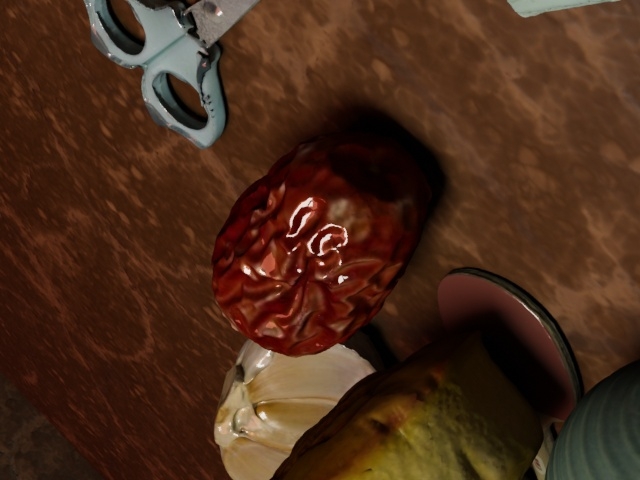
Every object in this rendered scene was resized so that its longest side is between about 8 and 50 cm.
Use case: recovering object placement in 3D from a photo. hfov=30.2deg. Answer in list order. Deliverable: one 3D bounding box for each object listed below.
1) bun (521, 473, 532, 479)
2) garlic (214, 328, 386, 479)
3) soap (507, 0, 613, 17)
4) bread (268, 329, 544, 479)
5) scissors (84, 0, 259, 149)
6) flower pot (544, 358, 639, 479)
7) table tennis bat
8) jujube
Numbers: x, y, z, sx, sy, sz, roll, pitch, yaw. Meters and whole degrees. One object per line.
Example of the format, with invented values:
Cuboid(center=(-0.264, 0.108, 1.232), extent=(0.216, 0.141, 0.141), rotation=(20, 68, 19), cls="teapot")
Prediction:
Cuboid(center=(0.138, 0.288, 1.177), extent=(0.222, 0.127, 0.222), rotation=(35, 154, 20), cls="bun")
Cuboid(center=(-0.017, 0.160, 1.228), extent=(0.178, 0.143, 0.229), rotation=(13, 116, -9), cls="garlic")
Cuboid(center=(0.158, -0.178, 0.569), extent=(0.198, 0.063, 0.114), rotation=(5, 130, 54), cls="soap")
Cuboid(center=(0.058, 0.191, 0.984), extent=(0.148, 0.270, 0.270), rotation=(48, 154, 8), cls="bread")
Cuboid(center=(-0.102, -0.181, 0.996), extent=(0.191, 0.029, 0.360), rotation=(54, 154, -11), cls="scissors")
Cuboid(center=(0.251, 0.187, 0.833), extent=(0.189, 0.157, 0.243), rotation=(29, 150, 30), cls="flower pot")
Cuboid(center=(0.172, 0.123, 1.023), extent=(0.138, 0.022, 0.246), rotation=(19, 140, 47), cls="table tennis bat")
Cuboid(center=(0.000, 0.000, 0.965), extent=(0.155, 0.155, 0.230), rotation=(44, 145, 7), cls="jujube")
